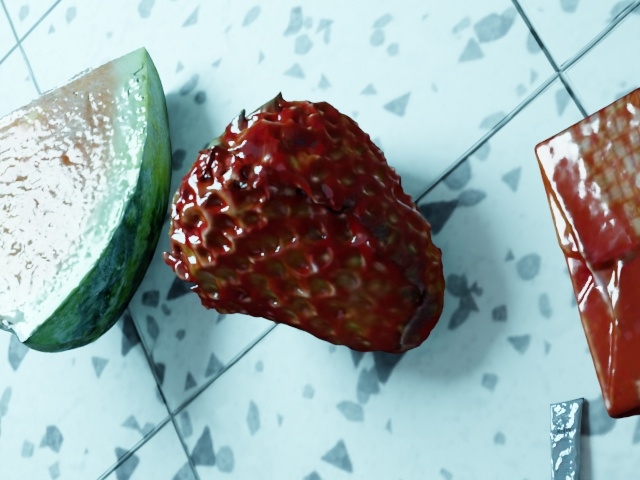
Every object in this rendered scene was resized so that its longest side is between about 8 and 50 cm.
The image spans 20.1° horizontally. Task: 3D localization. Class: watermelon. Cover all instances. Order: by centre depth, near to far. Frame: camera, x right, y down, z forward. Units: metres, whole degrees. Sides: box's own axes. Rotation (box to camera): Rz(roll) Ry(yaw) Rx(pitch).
[{"bbox_3d":[-0.249,-0.038,1.731,0.231,0.193,0.310,-6,74,38],"label":"watermelon"}]

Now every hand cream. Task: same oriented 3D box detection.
[{"bbox_3d":[0.193,0.169,1.422,0.030,0.019,0.093,-11,69,36],"label":"hand cream"}]

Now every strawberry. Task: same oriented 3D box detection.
[{"bbox_3d":[0.000,0.000,1.536,0.244,0.205,0.205,41,106,18],"label":"strawberry"}]

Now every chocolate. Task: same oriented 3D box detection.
[{"bbox_3d":[0.299,-0.010,1.326,0.237,0.108,0.235,-29,61,29],"label":"chocolate"}]
